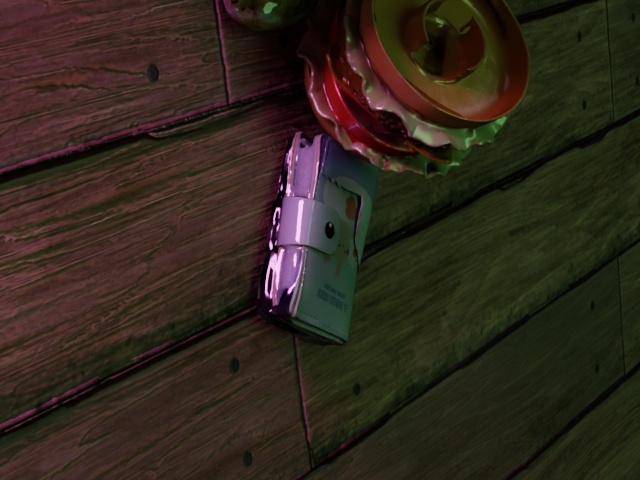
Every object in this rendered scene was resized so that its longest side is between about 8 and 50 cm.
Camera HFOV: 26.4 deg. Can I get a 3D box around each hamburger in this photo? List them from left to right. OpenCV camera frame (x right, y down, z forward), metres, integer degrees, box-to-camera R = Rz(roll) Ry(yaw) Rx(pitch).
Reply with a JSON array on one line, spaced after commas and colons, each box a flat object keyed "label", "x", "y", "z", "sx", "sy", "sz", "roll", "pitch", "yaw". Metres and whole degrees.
[{"label": "hamburger", "x": 0.105, "y": -0.209, "z": 1.705, "sx": 0.274, "sy": 0.212, "sz": 0.274, "roll": 14, "pitch": 62, "yaw": -29}]

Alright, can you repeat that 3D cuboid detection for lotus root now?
[{"label": "lotus root", "x": -0.045, "y": -0.318, "z": 1.661, "sx": 0.192, "sy": 0.088, "sz": 0.113, "roll": -33, "pitch": 135, "yaw": -50}]

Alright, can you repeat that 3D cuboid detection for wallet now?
[{"label": "wallet", "x": 0.000, "y": 0.000, "z": 1.764, "sx": 0.176, "sy": 0.075, "sz": 0.250, "roll": 29, "pitch": 68, "yaw": -56}]
